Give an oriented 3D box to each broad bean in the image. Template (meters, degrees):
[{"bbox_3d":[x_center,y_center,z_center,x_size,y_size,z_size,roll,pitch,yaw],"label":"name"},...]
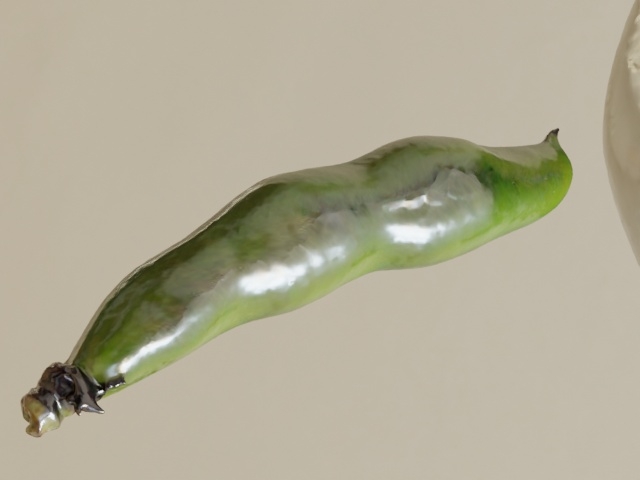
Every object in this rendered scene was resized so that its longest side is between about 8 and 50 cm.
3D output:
[{"bbox_3d":[0.000,-0.001,0.743,0.043,0.297,0.060,-19,-88,56],"label":"broad bean"}]

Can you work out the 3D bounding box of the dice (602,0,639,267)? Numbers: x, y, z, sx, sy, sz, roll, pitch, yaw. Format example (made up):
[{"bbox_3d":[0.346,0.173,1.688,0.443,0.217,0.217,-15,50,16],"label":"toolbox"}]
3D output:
[{"bbox_3d":[0.351,-0.076,0.964,0.277,0.304,0.304,-23,-141,51],"label":"dice"}]
